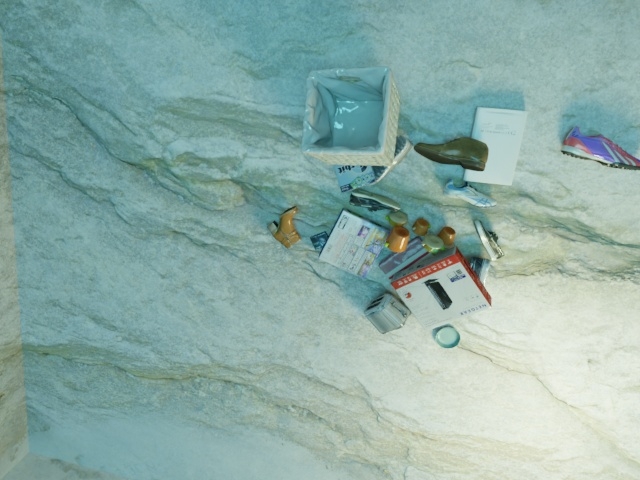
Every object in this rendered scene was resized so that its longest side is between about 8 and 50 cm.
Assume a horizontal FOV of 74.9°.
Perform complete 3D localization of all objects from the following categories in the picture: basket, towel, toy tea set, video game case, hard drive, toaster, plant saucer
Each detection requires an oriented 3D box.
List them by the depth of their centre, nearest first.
[{"bbox_3d":[0.129,-0.475,1.651,0.329,0.266,0.330,5,90,20],"label":"basket"},{"bbox_3d":[0.736,-0.398,1.770,0.203,0.040,0.306,7,108,6],"label":"hard drive"},{"bbox_3d":[0.440,-0.005,1.878,0.337,0.199,0.124,16,133,2],"label":"toy tea set"},{"bbox_3d":[0.157,0.016,1.965,0.245,0.061,0.269,25,109,-5],"label":"video game case"},{"bbox_3d":[0.466,0.170,1.991,0.237,0.037,0.329,-37,99,17],"label":"towel"},{"bbox_3d":[0.312,0.351,2.004,0.146,0.129,0.227,46,145,-3],"label":"toaster"},{"bbox_3d":[0.631,0.479,2.070,0.120,0.021,0.119,3,107,8],"label":"plant saucer"}]

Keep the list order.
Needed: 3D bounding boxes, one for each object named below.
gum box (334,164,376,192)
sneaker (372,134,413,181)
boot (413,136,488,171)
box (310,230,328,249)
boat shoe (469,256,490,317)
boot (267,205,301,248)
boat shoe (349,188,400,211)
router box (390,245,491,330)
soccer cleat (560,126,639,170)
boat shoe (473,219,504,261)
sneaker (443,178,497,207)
[{"bbox_3d":[0.143,-0.317,1.811,0.157,0.041,0.184,-17,87,18],"label":"gum box"},{"bbox_3d":[0.296,-0.335,1.823,0.281,0.115,0.105,-40,67,35],"label":"sneaker"},{"bbox_3d":[0.552,-0.384,1.768,0.306,0.112,0.115,17,91,16],"label":"boot"},{"bbox_3d":[0.000,0.000,2.014,0.084,0.018,0.067,-20,103,13],"label":"box"},{"bbox_3d":[0.702,0.216,1.936,0.102,0.108,0.300,14,117,22],"label":"boat shoe"},{"bbox_3d":[-0.142,-0.062,1.991,0.197,0.073,0.152,-37,98,29],"label":"boot"},{"bbox_3d":[0.247,-0.168,1.898,0.233,0.084,0.079,17,117,6],"label":"boat shoe"},{"bbox_3d":[0.542,0.224,1.888,0.336,0.082,0.301,-31,101,33],"label":"router box"},{"bbox_3d":[1.153,-0.365,1.689,0.319,0.108,0.116,17,105,5],"label":"soccer cleat"},{"bbox_3d":[0.757,-0.010,1.875,0.070,0.077,0.219,-28,109,16],"label":"boat shoe"},{"bbox_3d":[0.658,-0.203,1.820,0.238,0.085,0.086,17,114,1],"label":"sneaker"}]
